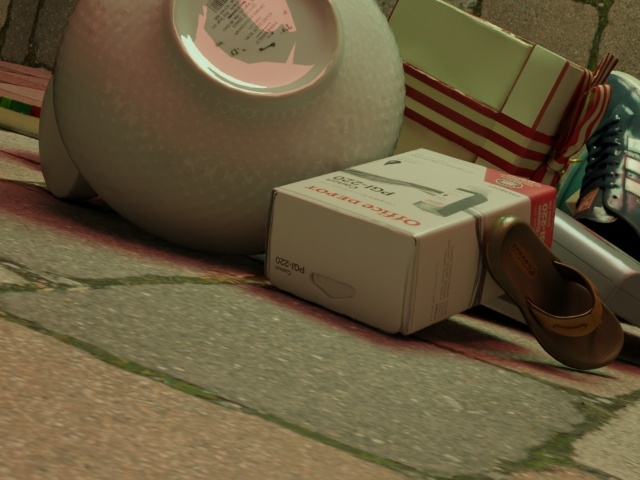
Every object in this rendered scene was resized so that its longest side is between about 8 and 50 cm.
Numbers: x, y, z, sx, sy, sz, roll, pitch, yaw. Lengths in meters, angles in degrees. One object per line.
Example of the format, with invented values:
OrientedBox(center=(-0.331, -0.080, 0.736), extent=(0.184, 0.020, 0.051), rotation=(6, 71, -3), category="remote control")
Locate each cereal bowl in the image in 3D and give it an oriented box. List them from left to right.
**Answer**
OrientedBox(center=(-0.073, -0.163, 1.271), extent=(0.339, 0.339, 0.141), rotation=(14, -27, -9), category="cereal bowl")

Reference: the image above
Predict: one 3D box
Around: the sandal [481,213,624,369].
OrientedBox(center=(0.203, 0.047, 1.149), extent=(0.180, 0.072, 0.049), rotation=(47, -27, -27), category="sandal")

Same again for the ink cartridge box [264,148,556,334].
OrientedBox(center=(0.080, -0.005, 1.187), extent=(0.159, 0.092, 0.218), rotation=(20, 26, 36), category="ink cartridge box")

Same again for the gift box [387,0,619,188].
OrientedBox(center=(0.208, -0.156, 1.681), extent=(0.258, 0.255, 0.276), rotation=(31, 17, 21), category="gift box")

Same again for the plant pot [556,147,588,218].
OrientedBox(center=(0.538, -0.031, 2.145), extent=(0.255, 0.271, 0.272), rotation=(36, 16, 27), category="plant pot")

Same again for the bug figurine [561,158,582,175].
OrientedBox(center=(0.238, -0.109, 1.917), extent=(0.216, 0.072, 0.279), rotation=(17, -14, 0), category="bug figurine")

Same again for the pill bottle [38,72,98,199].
OrientedBox(center=(-0.137, -0.104, 1.413), extent=(0.278, 0.162, 0.162), rotation=(0, 13, -31), category="pill bottle")

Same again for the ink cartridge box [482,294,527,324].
OrientedBox(center=(0.132, 0.008, 1.443), extent=(0.275, 0.060, 0.239), rotation=(24, 8, 4), category="ink cartridge box")

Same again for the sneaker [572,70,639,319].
OrientedBox(center=(0.368, -0.061, 1.714), extent=(0.148, 0.350, 0.131), rotation=(1, -27, -26), category="sneaker")

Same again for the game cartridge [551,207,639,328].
OrientedBox(center=(0.311, 0.043, 1.406), extent=(0.196, 0.060, 0.294), rotation=(44, 12, 35), category="game cartridge")

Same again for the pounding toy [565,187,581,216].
OrientedBox(center=(0.442, 0.006, 1.908), extent=(0.206, 0.181, 0.094), rotation=(54, -13, -12), category="pounding toy")

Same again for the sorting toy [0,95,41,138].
OrientedBox(center=(-0.470, -0.198, 2.033), extent=(0.307, 0.041, 0.229), rotation=(17, 6, 12), category="sorting toy")

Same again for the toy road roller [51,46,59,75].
OrientedBox(center=(-0.155, -0.170, 1.632), extent=(0.330, 0.240, 0.202), rotation=(15, 7, -7), category="toy road roller")
